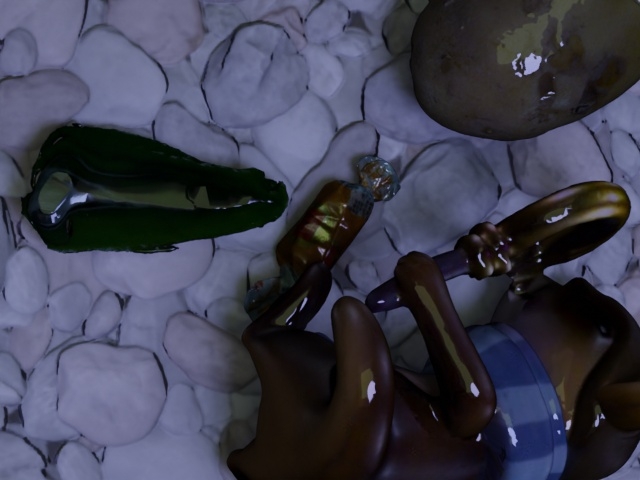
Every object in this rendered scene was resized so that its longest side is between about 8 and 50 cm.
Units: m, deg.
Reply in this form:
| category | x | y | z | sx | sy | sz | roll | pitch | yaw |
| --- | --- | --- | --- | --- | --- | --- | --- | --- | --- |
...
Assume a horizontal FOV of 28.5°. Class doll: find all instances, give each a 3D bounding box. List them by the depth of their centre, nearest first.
| category | x | y | z | sx | sy | sz | roll | pitch | yaw |
| --- | --- | --- | --- | --- | --- | --- | --- | --- | --- |
| doll | 0.103 | 0.109 | 1.006 | 0.339 | 0.318 | 0.209 | -4 | 47 | -16 |

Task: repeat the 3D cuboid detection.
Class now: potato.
| category | x | y | z | sx | sy | sz | roll | pitch | yaw |
| --- | --- | --- | --- | --- | --- | --- | --- | --- | --- |
| potato | 0.194 | -0.180 | 1.045 | 0.262 | 0.165 | 0.165 | -39 | 95 | -1 |

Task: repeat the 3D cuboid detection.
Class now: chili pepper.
| category | x | y | z | sx | sy | sz | roll | pitch | yaw |
| --- | --- | --- | --- | --- | --- | --- | --- | --- | --- |
| chili pepper | -0.134 | -0.042 | 1.034 | 0.216 | 0.062 | 0.108 | 1 | 89 | -11 |

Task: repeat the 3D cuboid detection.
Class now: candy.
| category | x | y | z | sx | sy | sz | roll | pitch | yaw |
| --- | --- | --- | --- | --- | --- | --- | --- | --- | --- |
| candy | 0.000 | 0.000 | 1.061 | 0.053 | 0.046 | 0.182 | 41 | 82 | -8 |
